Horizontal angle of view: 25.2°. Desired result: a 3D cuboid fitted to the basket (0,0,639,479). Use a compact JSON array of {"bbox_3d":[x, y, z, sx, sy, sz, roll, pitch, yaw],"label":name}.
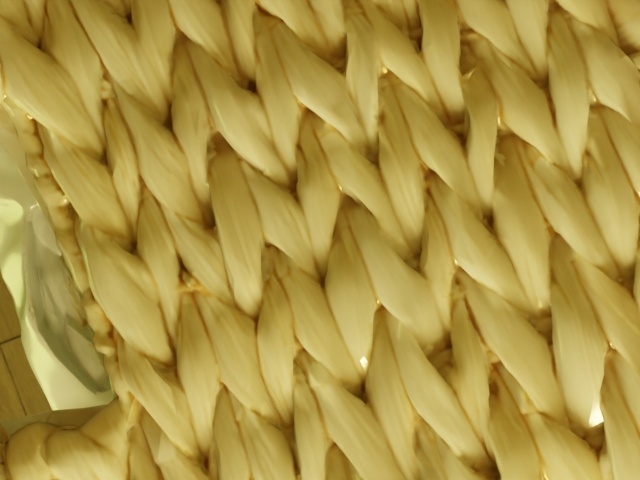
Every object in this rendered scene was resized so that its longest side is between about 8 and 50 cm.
[{"bbox_3d":[-0.025,-0.011,0.540,0.331,0.266,0.328,70,178,-88],"label":"basket"}]
